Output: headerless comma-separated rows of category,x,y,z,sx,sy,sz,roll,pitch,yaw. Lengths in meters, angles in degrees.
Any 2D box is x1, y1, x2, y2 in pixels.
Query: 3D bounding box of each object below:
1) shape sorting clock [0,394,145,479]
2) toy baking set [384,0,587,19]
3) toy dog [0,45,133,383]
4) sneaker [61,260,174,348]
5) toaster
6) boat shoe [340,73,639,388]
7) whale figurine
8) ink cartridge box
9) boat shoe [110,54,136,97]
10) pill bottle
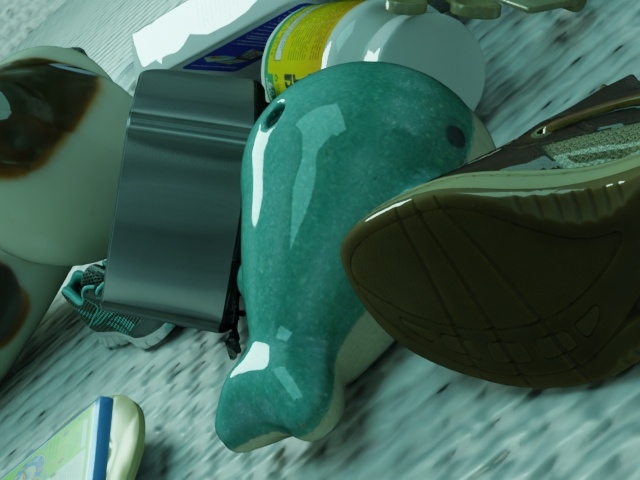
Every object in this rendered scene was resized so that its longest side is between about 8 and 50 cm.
shape sorting clock,-0.194,0.201,1.054,0.206,0.040,0.206,-37,26,21
toy baking set,0.071,-0.204,1.097,0.256,0.030,0.197,20,25,38
toy dog,-0.330,-0.023,1.392,0.408,0.285,0.395,-38,34,28
sneaker,-0.169,0.049,1.243,0.166,0.076,0.065,-16,36,53
toaster,-0.100,-0.029,1.122,0.185,0.110,0.168,-97,17,-69
boat shoe,0.155,-0.018,0.723,0.342,0.123,0.123,-20,18,48
whale figurine,0.000,0.000,0.925,0.216,0.141,0.272,-17,39,51
ink cartridge box,-0.020,-0.206,1.335,0.333,0.165,0.065,-16,78,50
boat shoe,-0.207,-0.115,1.629,0.084,0.095,0.258,-14,47,47
pill bottle,0.041,-0.128,1.125,0.117,0.117,0.208,-49,21,-10
